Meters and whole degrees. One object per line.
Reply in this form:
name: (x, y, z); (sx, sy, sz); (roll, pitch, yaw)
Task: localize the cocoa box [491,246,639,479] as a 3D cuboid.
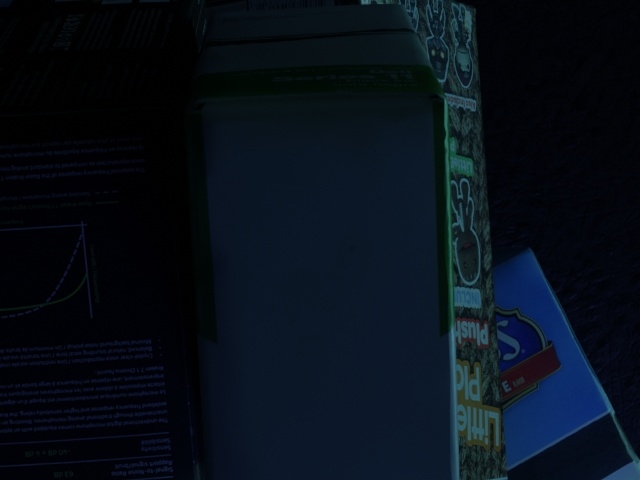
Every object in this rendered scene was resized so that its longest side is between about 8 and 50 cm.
cocoa box: (0.056, 0.149, 1.403); (0.228, 0.231, 0.347); (64, -11, -5)

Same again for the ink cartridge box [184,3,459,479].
ink cartridge box: (0.000, 0.000, 0.706); (0.208, 0.087, 0.153); (-95, -178, -74)

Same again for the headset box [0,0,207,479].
headset box: (-0.106, 0.051, 0.803); (0.246, 0.131, 0.283); (-91, 178, -70)

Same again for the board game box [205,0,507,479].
board game box: (-0.036, 0.021, 1.040); (0.141, 0.232, 0.291); (5, 81, -59)
